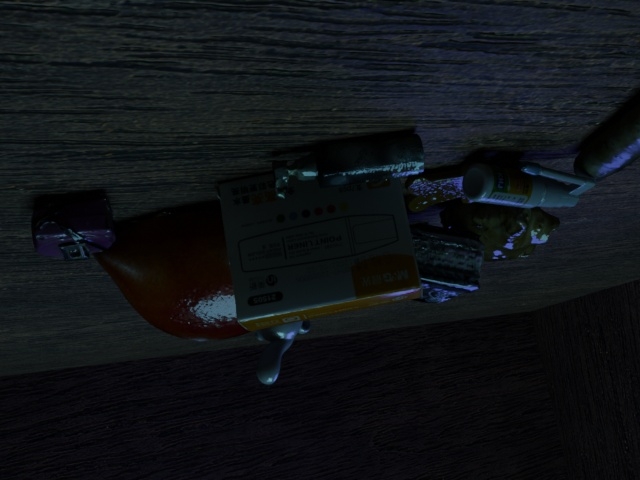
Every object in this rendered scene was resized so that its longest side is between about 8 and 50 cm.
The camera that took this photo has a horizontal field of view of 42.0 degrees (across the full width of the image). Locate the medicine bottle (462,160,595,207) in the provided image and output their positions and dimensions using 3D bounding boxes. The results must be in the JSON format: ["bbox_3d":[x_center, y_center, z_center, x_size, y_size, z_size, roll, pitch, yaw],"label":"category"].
[{"bbox_3d":[0.338,-0.090,1.338,0.220,0.061,0.092,5,152,-32],"label":"medicine bottle"}]

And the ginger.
[{"bbox_3d":[0.332,-0.035,1.558,0.218,0.123,0.270,5,163,5],"label":"ginger"}]

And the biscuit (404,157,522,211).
[{"bbox_3d":[0.241,-0.099,1.386,0.205,0.031,0.138,-11,156,3],"label":"biscuit"}]

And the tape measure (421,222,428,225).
[{"bbox_3d":[0.195,0.001,1.762,0.094,0.054,0.091,-19,165,9],"label":"tape measure"}]

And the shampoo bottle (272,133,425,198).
[{"bbox_3d":[0.036,-0.103,1.142,0.207,0.064,0.057,-9,156,-6],"label":"shampoo bottle"}]

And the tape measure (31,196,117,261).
[{"bbox_3d":[-0.349,-0.017,1.182,0.118,0.074,0.125,-8,165,-7],"label":"tape measure"}]

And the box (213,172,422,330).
[{"bbox_3d":[0.000,0.000,1.217,0.273,0.221,0.091,-13,164,1],"label":"box"}]

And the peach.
[{"bbox_3d":[-0.187,0.064,1.385,0.361,0.201,0.257,-5,167,-21],"label":"peach"}]

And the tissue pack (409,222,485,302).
[{"bbox_3d":[0.113,0.032,1.560,0.332,0.123,0.245,11,167,-13],"label":"tissue pack"}]

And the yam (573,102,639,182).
[{"bbox_3d":[0.463,-0.152,1.264,0.071,0.067,0.317,20,168,1],"label":"yam"}]

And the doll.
[{"bbox_3d":[-0.106,0.086,1.646,0.160,0.242,0.311,-57,178,41],"label":"doll"}]
